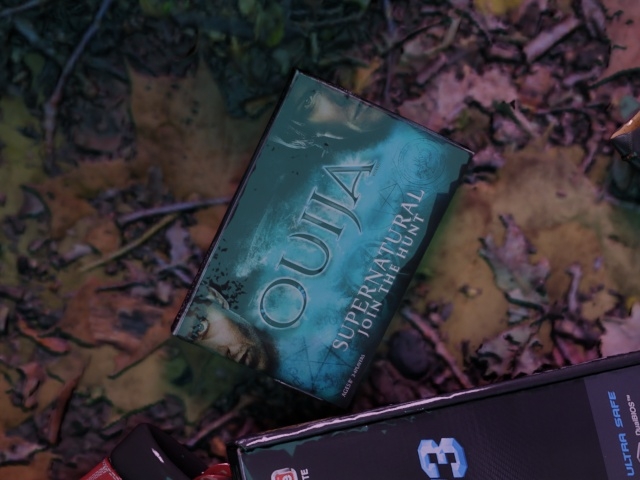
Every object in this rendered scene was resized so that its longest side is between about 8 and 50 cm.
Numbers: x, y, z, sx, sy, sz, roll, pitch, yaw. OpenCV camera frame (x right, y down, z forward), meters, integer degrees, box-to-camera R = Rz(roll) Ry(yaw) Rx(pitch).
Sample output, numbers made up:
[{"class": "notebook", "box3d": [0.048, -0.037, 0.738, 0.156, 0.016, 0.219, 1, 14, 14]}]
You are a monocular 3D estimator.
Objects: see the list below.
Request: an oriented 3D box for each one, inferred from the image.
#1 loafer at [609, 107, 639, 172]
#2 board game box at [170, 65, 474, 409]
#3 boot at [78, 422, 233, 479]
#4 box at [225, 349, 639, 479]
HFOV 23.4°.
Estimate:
[{"class": "loafer", "box3d": [0.247, -0.110, 0.962, 0.061, 0.062, 0.170, 31, 96, -7]}, {"class": "board game box", "box3d": [0.000, 0.000, 0.976, 0.126, 0.026, 0.186, 24, 99, -11]}, {"class": "boot", "box3d": [-0.084, 0.244, 0.993, 0.176, 0.088, 0.244, -36, 100, 1]}, {"class": "box", "box3d": [0.112, 0.236, 0.957, 0.293, 0.073, 0.296, -10, 84, -13]}]
